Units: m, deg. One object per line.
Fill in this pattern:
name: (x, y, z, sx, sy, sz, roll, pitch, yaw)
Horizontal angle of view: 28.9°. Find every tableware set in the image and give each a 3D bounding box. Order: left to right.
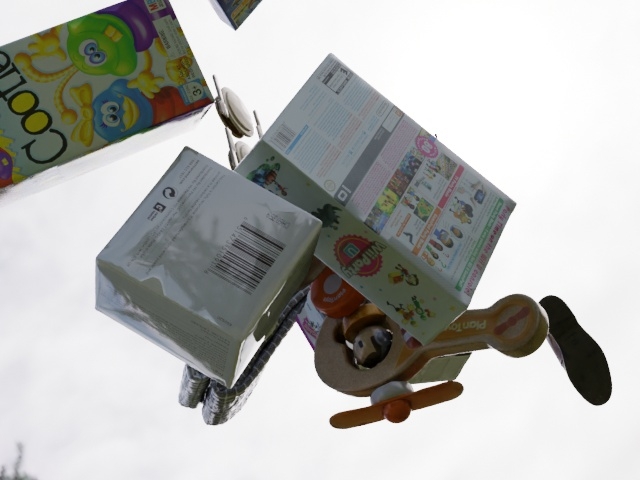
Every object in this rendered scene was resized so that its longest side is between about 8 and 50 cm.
tableware set: (-0.124, -0.144, 1.853, 0.039, 0.194, 0.128, -28, -36, 18)

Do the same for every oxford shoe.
oxford shoe: (0.445, 0.192, 2.184, 0.076, 0.212, 0.076, -27, -7, -5)

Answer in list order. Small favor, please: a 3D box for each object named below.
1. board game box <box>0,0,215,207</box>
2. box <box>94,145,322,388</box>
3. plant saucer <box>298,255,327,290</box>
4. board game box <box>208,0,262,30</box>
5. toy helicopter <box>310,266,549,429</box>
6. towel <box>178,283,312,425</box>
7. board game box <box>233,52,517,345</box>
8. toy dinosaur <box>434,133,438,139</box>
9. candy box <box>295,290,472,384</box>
board game box: (-0.279, -0.150, 1.367, 0.275, 0.144, 0.142, -25, 0, -17)
box: (-0.122, 0.028, 1.344, 0.181, 0.182, 0.119, -56, -10, -32)
plant saucer: (0.000, 0.000, 1.686, 0.036, 0.198, 0.198, 35, -75, -8)
board game box: (-0.078, -0.392, 1.669, 0.201, 0.035, 0.136, -49, -20, -5)
toy helicopter: (0.138, 0.143, 1.675, 0.355, 0.235, 0.140, -9, -32, 35)
towel: (-0.121, 0.166, 2.103, 0.283, 0.121, 0.235, -55, -5, -21)
board game box: (0.068, -0.055, 1.483, 0.097, 0.303, 0.224, -47, 6, 42)
toy dinosaur: (0.172, -0.033, 2.218, 0.127, 0.200, 0.295, 30, -80, -22)
candy box: (0.099, 0.150, 1.947, 0.233, 0.159, 0.071, 0, -48, -33)
